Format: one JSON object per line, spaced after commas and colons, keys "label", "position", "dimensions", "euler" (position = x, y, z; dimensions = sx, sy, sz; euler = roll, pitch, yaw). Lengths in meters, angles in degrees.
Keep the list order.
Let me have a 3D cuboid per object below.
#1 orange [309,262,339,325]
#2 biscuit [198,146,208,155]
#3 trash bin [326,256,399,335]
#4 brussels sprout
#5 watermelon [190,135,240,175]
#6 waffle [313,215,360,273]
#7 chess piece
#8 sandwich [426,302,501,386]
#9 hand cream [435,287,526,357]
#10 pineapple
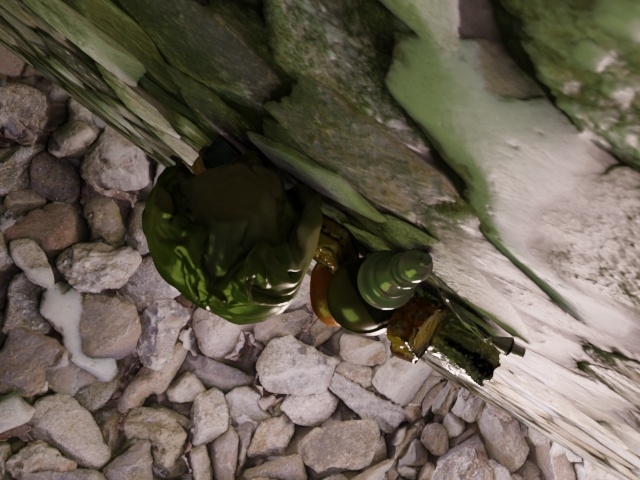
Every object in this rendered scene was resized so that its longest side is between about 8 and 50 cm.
{"label": "orange", "position": [0.062, 0.159, 1.914], "dimensions": [0.171, 0.240, 0.240], "euler": [-2, 158, 19]}
{"label": "biscuit", "position": [-0.277, -0.209, 1.794], "dimensions": [0.236, 0.039, 0.180], "euler": [33, 165, 19]}
{"label": "trash bin", "position": [0.140, 0.163, 1.644], "dimensions": [0.214, 0.214, 0.334], "euler": [32, 178, 23]}
{"label": "brussels sprout", "position": [-0.207, 0.010, 1.416], "dimensions": [0.425, 0.342, 0.361], "euler": [30, 143, 20]}
{"label": "watermelon", "position": [-0.292, -0.167, 1.634], "dimensions": [0.226, 0.148, 0.318], "euler": [42, 165, 23]}
{"label": "waffle", "position": [-0.001, 0.001, 1.696], "dimensions": [0.212, 0.091, 0.308], "euler": [33, 172, 19]}
{"label": "chess piece", "position": [0.179, 0.068, 1.276], "dimensions": [0.139, 0.139, 0.271], "euler": [36, 161, -4]}
{"label": "sandwich", "position": [0.379, 0.297, 1.706], "dimensions": [0.262, 0.131, 0.325], "euler": [37, 172, -2]}
{"label": "hand cream", "position": [0.384, 0.206, 1.445], "dimensions": [0.257, 0.050, 0.084], "euler": [36, 176, 17]}
{"label": "pineapple", "position": [0.240, 0.229, 1.532], "dimensions": [0.114, 0.186, 0.236], "euler": [23, -151, 32]}
